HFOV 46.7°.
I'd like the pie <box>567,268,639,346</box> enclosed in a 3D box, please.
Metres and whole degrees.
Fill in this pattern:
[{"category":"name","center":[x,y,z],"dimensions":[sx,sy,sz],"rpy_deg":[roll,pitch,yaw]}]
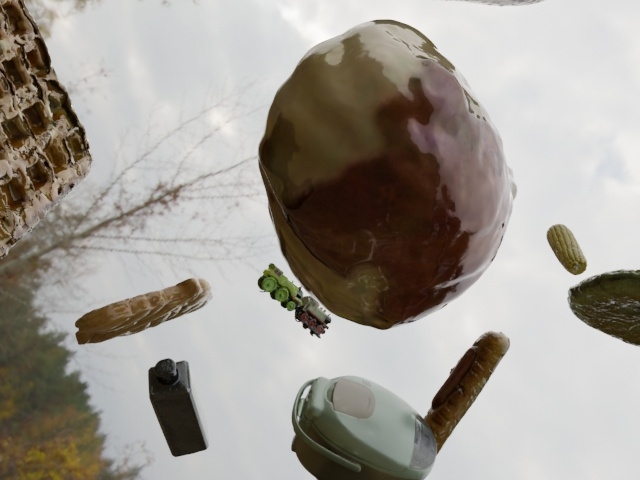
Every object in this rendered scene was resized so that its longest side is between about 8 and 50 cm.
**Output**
[{"category":"pie","center":[0.649,0.142,1.480],"dimensions":[0.323,0.070,0.323],"rpy_deg":[22,-19,8]}]

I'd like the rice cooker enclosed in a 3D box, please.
[{"category":"rice cooker","center":[0.055,0.271,1.015],"dimensions":[0.206,0.145,0.127],"rpy_deg":[21,-61,-1]}]

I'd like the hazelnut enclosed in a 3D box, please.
[{"category":"hazelnut","center":[0.066,-0.060,0.664],"dimensions":[0.261,0.241,0.261],"rpy_deg":[170,-90,-81]}]

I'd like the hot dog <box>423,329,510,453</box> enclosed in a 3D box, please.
[{"category":"hot dog","center":[0.201,0.220,1.091],"dimensions":[0.047,0.215,0.066],"rpy_deg":[33,5,-11]}]

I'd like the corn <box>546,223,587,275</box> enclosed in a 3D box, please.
[{"category":"corn","center":[0.616,0.020,1.857],"dimensions":[0.206,0.067,0.067],"rpy_deg":[-91,166,-62]}]

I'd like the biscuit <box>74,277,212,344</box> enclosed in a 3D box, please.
[{"category":"biscuit","center":[-0.197,0.083,0.881],"dimensions":[0.163,0.250,0.035],"rpy_deg":[-22,-94,21]}]

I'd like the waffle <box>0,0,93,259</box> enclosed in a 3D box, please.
[{"category":"waffle","center":[-0.314,-0.097,0.633],"dimensions":[0.308,0.091,0.212],"rpy_deg":[-81,154,-66]}]

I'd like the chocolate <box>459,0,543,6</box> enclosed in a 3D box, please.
[{"category":"chocolate","center":[0.198,-0.372,0.881],"dimensions":[0.100,0.303,0.185],"rpy_deg":[-126,-142,-55]}]

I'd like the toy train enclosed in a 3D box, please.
[{"category":"toy train","center":[-0.062,0.162,1.951],"dimensions":[0.250,0.085,0.053],"rpy_deg":[44,-13,-25]}]

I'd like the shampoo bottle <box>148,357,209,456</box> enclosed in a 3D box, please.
[{"category":"shampoo bottle","center":[-0.272,0.314,1.416],"dimensions":[0.080,0.079,0.246],"rpy_deg":[-108,-170,-46]}]
